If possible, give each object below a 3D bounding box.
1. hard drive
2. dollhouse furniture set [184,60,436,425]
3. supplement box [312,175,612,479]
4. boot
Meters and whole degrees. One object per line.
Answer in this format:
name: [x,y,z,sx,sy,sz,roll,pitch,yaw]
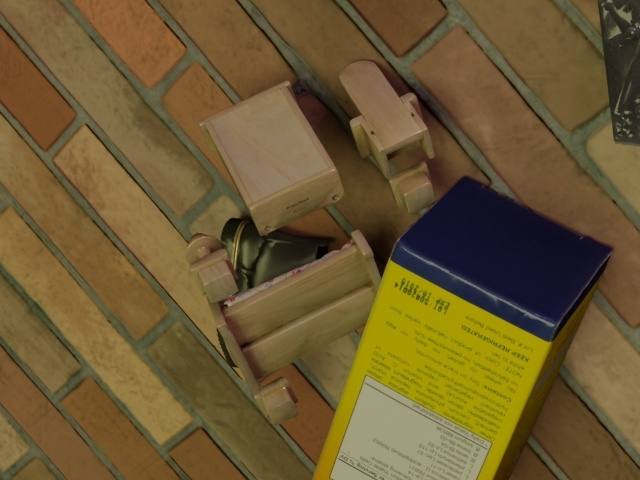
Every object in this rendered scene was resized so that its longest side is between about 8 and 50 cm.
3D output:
hard drive: [0.408,-0.175,1.459,0.254,0.054,0.172,1,114,29]
dollhouse furniture set: [0.000,0.000,1.754,0.303,0.174,0.356,-25,136,-4]
supplement box: [0.155,0.145,1.678,0.194,0.195,0.357,28,124,15]
boot: [-0.054,0.077,1.842,0.137,0.077,0.198,9,119,20]
